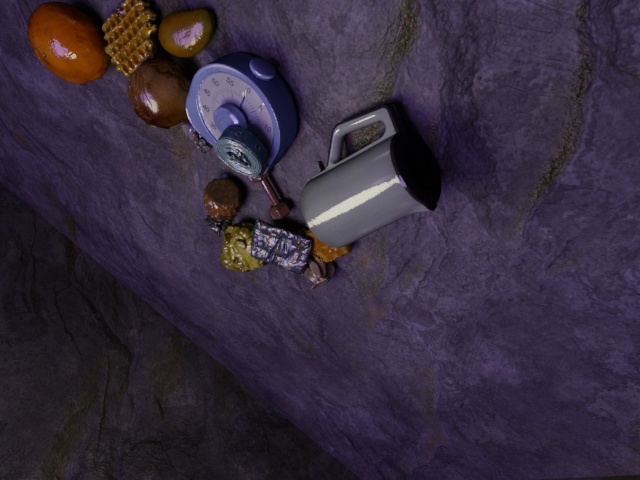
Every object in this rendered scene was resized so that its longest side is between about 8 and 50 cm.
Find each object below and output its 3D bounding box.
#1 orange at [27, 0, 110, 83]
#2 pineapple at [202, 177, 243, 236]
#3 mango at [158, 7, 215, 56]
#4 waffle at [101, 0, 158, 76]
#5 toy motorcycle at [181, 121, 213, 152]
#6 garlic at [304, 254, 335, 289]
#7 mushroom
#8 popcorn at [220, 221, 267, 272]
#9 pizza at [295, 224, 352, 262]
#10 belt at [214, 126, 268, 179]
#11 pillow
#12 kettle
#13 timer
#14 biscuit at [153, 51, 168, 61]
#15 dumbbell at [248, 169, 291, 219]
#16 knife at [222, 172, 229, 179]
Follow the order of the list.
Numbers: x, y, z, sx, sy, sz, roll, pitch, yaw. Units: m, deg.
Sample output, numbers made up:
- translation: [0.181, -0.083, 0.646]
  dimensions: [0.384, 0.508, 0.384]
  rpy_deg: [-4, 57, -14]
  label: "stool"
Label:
- translation: [-0.945, -0.738, 1.516]
  dimensions: [0.284, 0.226, 0.284]
  rpy_deg: [23, 144, 18]
  label: "orange"
- translation: [-0.431, -0.131, 1.760]
  dimensions: [0.169, 0.169, 0.340]
  rpy_deg: [36, 153, 4]
  label: "pineapple"
- translation: [-0.430, -0.671, 1.296]
  dimensions: [0.228, 0.099, 0.136]
  rpy_deg: [-6, 116, 30]
  label: "mango"
- translation: [-0.662, -0.717, 1.403]
  dimensions: [0.309, 0.065, 0.283]
  rpy_deg: [37, 124, 21]
  label: "waffle"
- translation: [-0.478, -0.411, 1.548]
  dimensions: [0.152, 0.073, 0.225]
  rpy_deg: [53, 164, -18]
  label: "toy motorcycle"
- translation: [-0.024, 0.110, 1.702]
  dimensions: [0.131, 0.127, 0.194]
  rpy_deg: [-50, 63, 32]
  label: "garlic"
- translation: [-0.594, -0.527, 1.438]
  dimensions: [0.302, 0.208, 0.233]
  rpy_deg: [18, 131, 35]
  label: "mushroom"
- translation: [-0.333, 0.046, 1.815]
  dimensions: [0.225, 0.173, 0.286]
  rpy_deg: [29, 137, 4]
  label: "popcorn"
- translation: [0.000, 0.000, 1.600]
  dimensions: [0.297, 0.071, 0.189]
  rpy_deg: [-17, 115, 45]
  label: "pizza"
- translation: [-0.252, -0.280, 1.284]
  dimensions: [0.163, 0.082, 0.147]
  rpy_deg: [20, 147, 0]
  label: "belt"
- translation: [-0.167, 0.029, 1.636]
  dimensions: [0.256, 0.034, 0.189]
  rpy_deg: [21, 124, 10]
  label: "pillow"
- translation: [0.135, -0.199, 1.231]
  dimensions: [0.377, 0.250, 0.361]
  rpy_deg: [-24, 82, 44]
  label: "kettle"
- translation: [-0.257, -0.427, 1.327]
  dimensions: [0.395, 0.173, 0.395]
  rpy_deg: [21, 136, 22]
  label: "timer"
- translation: [-0.621, -0.630, 1.492]
  dimensions: [0.169, 0.070, 0.082]
  rpy_deg: [-8, 130, 38]
  label: "biscuit"
- translation: [-0.196, -0.190, 1.564]
  dimensions: [0.092, 0.082, 0.230]
  rpy_deg: [-5, 123, 41]
  label: "dumbbell"
- translation: [-0.415, -0.257, 1.722]
  dimensions: [0.027, 0.010, 0.096]
  rpy_deg: [43, 142, -6]
  label: "knife"
